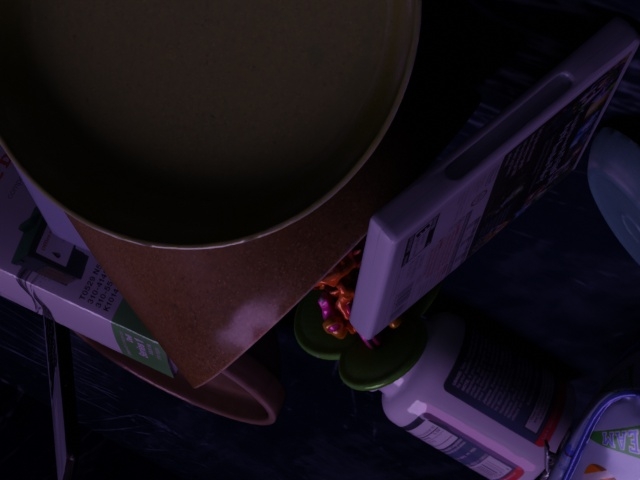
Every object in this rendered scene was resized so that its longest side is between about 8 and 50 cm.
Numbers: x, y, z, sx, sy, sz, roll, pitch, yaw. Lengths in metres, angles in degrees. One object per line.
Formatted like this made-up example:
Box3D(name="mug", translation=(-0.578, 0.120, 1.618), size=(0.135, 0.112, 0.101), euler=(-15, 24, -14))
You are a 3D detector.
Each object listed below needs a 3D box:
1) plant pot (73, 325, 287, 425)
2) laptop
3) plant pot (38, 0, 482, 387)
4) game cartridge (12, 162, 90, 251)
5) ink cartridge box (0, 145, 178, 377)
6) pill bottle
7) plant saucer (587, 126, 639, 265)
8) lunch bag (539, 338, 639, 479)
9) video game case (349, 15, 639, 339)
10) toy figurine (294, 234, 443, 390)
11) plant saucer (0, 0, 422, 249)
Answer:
Box3D(name="plant pot", translation=(-0.127, 0.078, 1.649), size=(0.237, 0.109, 0.237), euler=(25, 163, 8))
Box3D(name="laptop", translation=(-0.405, 0.077, 1.873), size=(0.236, 0.407, 0.382), euler=(-5, 167, -11))
Box3D(name="plant pot", translation=(-0.079, -0.087, 0.968), size=(0.254, 0.237, 0.237), euler=(45, 161, -5))
Box3D(name="game cartridge", translation=(-0.145, -0.075, 1.206), size=(0.294, 0.060, 0.196), euler=(0, 117, 56))
Box3D(name="ink cartridge box", translation=(-0.184, -0.010, 1.396), size=(0.219, 0.160, 0.092), euler=(24, 162, 9))
Box3D(name="pill bottle", translation=(0.114, 0.122, 1.420), size=(0.180, 0.108, 0.108), euler=(32, 162, -12))
Box3D(name="plant saucer", translation=(0.189, -0.011, 0.977), size=(0.119, 0.021, 0.119), euler=(54, 175, 7))
Box3D(name="lunch bag", translation=(0.299, 0.220, 1.233), size=(0.303, 0.115, 0.243), euler=(26, 122, 10))
Box3D(name="video game case", translation=(0.090, -0.028, 0.928), size=(0.022, 0.173, 0.190), euler=(48, 166, 13))
Box3D(name="toy figurine", translation=(0.000, 0.000, 1.203), size=(0.159, 0.130, 0.173), euler=(53, -165, -32))
Box3D(name="plant saucer", translation=(-0.063, -0.116, 0.844), size=(0.241, 0.241, 0.037), euler=(23, -171, 14))
